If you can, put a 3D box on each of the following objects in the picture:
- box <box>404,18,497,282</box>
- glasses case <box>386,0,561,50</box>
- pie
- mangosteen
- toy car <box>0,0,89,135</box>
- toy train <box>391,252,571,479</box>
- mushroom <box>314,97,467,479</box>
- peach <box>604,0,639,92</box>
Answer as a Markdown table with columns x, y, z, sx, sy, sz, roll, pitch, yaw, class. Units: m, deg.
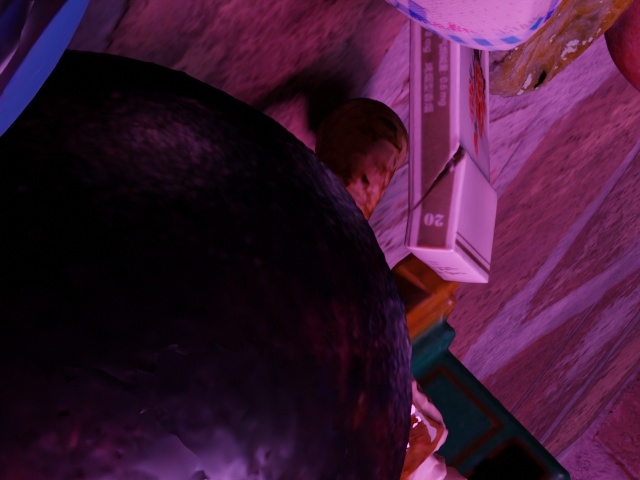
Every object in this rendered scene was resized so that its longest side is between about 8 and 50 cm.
| x | y | z | sx | sy | sz | roll | pitch | yaw | class |
| --- | --- | --- | --- | --- | --- | --- | --- | --- | --- |
| 0.065 | -0.084 | 0.916 | 0.109 | 0.029 | 0.198 | 36 | 54 | -74 | box |
| 0.062 | -0.188 | 0.706 | 0.076 | 0.125 | 0.327 | -48 | 166 | -26 | glasses case |
| 0.158 | -0.163 | 1.167 | 0.187 | 0.041 | 0.187 | -41 | 163 | -15 | pie |
| -0.093 | 0.075 | 0.663 | 0.288 | 0.288 | 0.288 | -42 | 164 | -15 | mangosteen |
| -0.101 | -0.137 | 0.366 | 0.248 | 0.204 | 0.198 | -54 | -175 | 19 | toy car |
| -0.035 | 0.160 | 1.082 | 0.429 | 0.249 | 0.178 | -35 | 161 | -35 | toy train |
| -0.033 | 0.002 | 0.923 | 0.208 | 0.301 | 0.233 | 7 | 146 | -13 | mushroom |
| 0.283 | -0.150 | 1.333 | 0.152 | 0.152 | 0.152 | -42 | 164 | -15 | peach |
